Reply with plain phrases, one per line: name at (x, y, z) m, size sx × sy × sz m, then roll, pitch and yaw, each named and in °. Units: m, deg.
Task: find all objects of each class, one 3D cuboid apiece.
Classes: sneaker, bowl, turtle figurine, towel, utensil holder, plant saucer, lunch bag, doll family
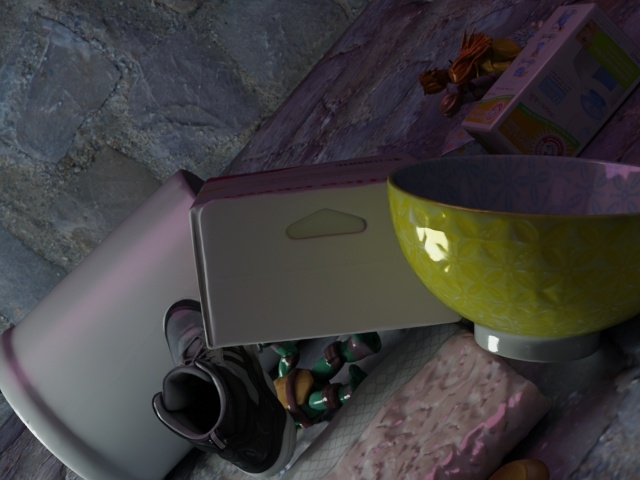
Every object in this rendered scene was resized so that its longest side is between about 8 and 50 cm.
sneaker at (-0.136, 0.150, 1.393) m, size 0.101 × 0.153 × 0.268 m, roll -44°, pitch 54°, yaw 10°
bowl at (0.200, 0.020, 1.098) m, size 0.289 × 0.289 × 0.156 m, roll -118°, pitch 29°, yaw -74°
turtle figurine at (-0.035, 0.181, 1.479) m, size 0.234 × 0.118 × 0.175 m, roll -24°, pitch 60°, yaw 29°
towel at (0.064, 0.227, 1.223) m, size 0.332 × 0.053 × 0.317 m, roll -48°, pitch 15°, yaw 3°
utensil holder at (-0.233, 0.132, 1.777) m, size 0.385 × 0.327 × 0.327 m, roll -45°, pitch 15°, yaw 4°
plant saucer at (0.161, 0.220, 1.043) m, size 0.083 × 0.015 × 0.083 m, roll -43°, pitch 16°, yaw 16°
lunch bag at (0.208, -0.132, 1.718) m, size 0.083 × 0.053 × 0.071 m, roll -23°, pitch 26°, yaw 33°
doll family at (0.231, -0.251, 1.725) m, size 0.163 × 0.118 × 0.263 m, roll -27°, pitch 9°, yaw -13°

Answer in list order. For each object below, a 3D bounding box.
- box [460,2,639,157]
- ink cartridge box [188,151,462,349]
box at (0.289, -0.179, 1.486) m, size 0.203 × 0.114 × 0.103 m, roll -49°, pitch 16°, yaw -3°
ink cartridge box at (0.000, 0.000, 1.414) m, size 0.279 × 0.160 × 0.385 m, roll -7°, pitch 8°, yaw -1°
